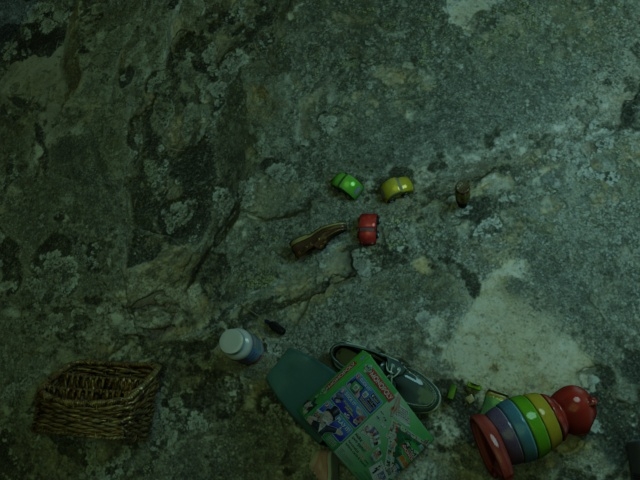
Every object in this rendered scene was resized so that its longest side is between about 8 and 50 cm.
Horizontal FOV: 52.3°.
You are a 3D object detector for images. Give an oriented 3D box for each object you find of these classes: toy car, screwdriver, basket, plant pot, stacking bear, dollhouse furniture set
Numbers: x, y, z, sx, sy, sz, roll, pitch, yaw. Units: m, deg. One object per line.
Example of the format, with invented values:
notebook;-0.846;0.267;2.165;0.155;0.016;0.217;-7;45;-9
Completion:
toy car;0.123;-0.131;1.889;0.225;0.053;0.239;34;83;20
screwdriver;-0.170;0.224;1.861;0.170;0.024;0.025;25;51;21
basket;-0.623;0.430;1.796;0.299;0.213;0.223;2;74;13
plant pot;-0.016;0.398;1.700;0.234;0.165;0.165;34;83;26
stacking bear;0.524;0.442;1.566;0.289;0.175;0.164;-21;76;-4
dollhouse furniture set;0.401;0.404;1.651;0.152;0.058;0.076;16;77;17

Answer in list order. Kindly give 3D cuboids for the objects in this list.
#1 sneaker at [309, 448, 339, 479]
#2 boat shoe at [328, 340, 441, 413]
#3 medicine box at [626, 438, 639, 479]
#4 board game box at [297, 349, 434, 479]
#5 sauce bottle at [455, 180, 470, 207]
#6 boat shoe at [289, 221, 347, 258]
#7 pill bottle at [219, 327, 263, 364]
sneaker;0.007;0.607;1.685;0.070;0.051;0.134;-4;81;30
boat shoe;0.161;0.355;1.700;0.319;0.099;0.116;26;80;19
medicine box;0.863;0.574;1.441;0.289;0.149;0.263;-4;72;11
board game box;0.117;0.449;1.583;0.213;0.046;0.317;-41;113;-11
sauce bottle;0.390;-0.123;1.785;0.042;0.128;0.042;-4;72;13
boat shoe;0.000;0.000;1.874;0.178;0.064;0.060;-23;74;12
pill bottle;-0.217;0.287;1.776;0.087;0.160;0.087;-4;72;12
